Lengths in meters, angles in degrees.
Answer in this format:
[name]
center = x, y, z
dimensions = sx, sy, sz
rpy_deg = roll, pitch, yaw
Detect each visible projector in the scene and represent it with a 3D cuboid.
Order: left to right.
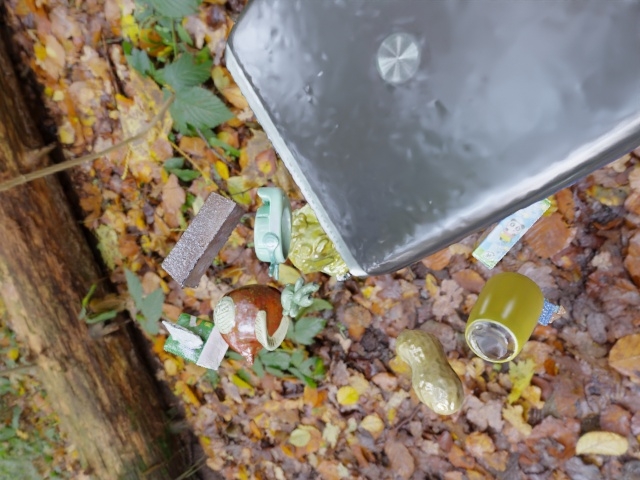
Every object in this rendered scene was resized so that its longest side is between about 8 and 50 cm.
[projector]
center = 0.144, -0.213, 0.536
dimensions = 0.405, 0.242, 0.395
rpy_deg = -35, 82, 37

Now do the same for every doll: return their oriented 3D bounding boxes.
[doll]
center = -0.052, 0.158, 1.218
dimensions = 0.150, 0.078, 0.114
rpy_deg = -22, 51, 55

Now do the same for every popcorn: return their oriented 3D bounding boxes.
[popcorn]
center = -0.002, -0.007, 1.672
dimensions = 0.293, 0.293, 0.236
rpy_deg = -51, 38, 46

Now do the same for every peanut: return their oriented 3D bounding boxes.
[peanut]
center = 0.230, 0.272, 0.961
dimensions = 0.103, 0.098, 0.229
rpy_deg = -41, 36, 16

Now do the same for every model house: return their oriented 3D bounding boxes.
[model house]
center = 0.772, 0.249, 1.543
dimensions = 0.149, 0.148, 0.119
rpy_deg = 22, 86, 50

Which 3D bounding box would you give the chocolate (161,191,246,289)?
[chocolate]
center = -0.382, -0.002, 1.440
dimensions = 0.112, 0.112, 0.321
rpy_deg = 32, 86, 16

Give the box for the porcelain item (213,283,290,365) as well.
[porcelain item]
center = -0.202, 0.260, 1.348
dimensions = 0.253, 0.253, 0.252
rpy_deg = 22, 122, 41

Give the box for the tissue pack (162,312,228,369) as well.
[tissue pack]
center = -0.442, 0.339, 1.546
dimensions = 0.209, 0.156, 0.147
rpy_deg = 8, 68, 39

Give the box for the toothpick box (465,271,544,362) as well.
[toothpick box]
center = 0.516, 0.219, 1.262
dimensions = 0.175, 0.271, 0.174
rpy_deg = 18, 123, 30

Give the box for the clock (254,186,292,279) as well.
[clock]
center = -0.112, -0.014, 1.054
dimensions = 0.159, 0.066, 0.210
rpy_deg = 66, -154, -76

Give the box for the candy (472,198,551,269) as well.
[candy]
center = 0.430, -0.032, 1.013
dimensions = 0.062, 0.097, 0.194
rpy_deg = 38, 113, 9
